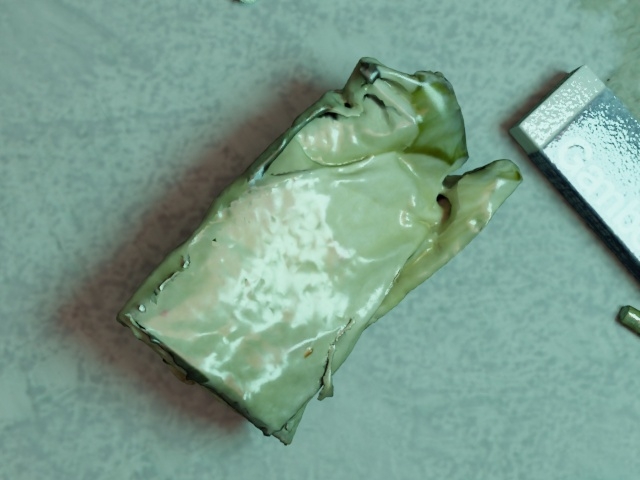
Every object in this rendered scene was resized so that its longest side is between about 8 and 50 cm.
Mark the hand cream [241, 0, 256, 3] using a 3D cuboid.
[{"bbox_3d":[-0.150,-0.346,1.083,0.305,0.093,0.147,31,87,-15],"label":"hand cream"}]

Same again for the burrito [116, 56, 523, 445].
[{"bbox_3d":[0.002,0.002,1.064,0.190,0.135,0.332,43,83,-8],"label":"burrito"}]

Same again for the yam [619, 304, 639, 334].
[{"bbox_3d":[0.328,0.096,1.159,0.116,0.021,0.021,32,86,-5],"label":"yam"}]

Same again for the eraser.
[{"bbox_3d":[0.275,-0.052,1.142,0.092,0.046,0.212,-42,94,-6],"label":"eraser"}]
